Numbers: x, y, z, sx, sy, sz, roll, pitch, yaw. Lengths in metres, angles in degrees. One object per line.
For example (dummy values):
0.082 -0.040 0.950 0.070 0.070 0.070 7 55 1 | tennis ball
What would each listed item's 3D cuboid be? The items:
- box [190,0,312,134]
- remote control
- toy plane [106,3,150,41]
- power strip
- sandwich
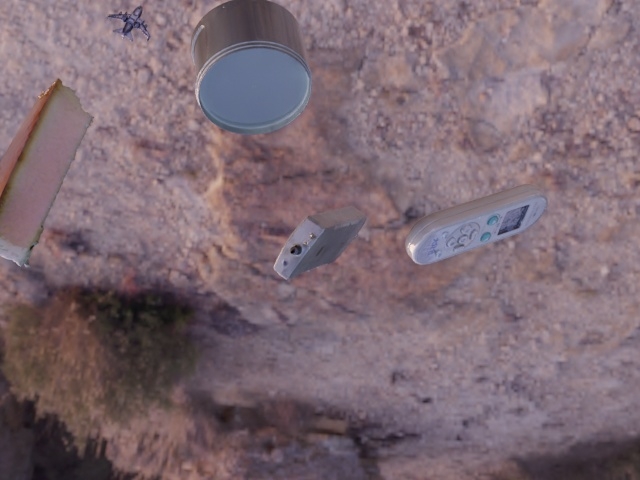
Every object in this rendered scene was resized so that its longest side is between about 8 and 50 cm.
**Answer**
-0.135 -0.336 1.861 0.226 0.149 0.226 -7 141 -6 | box
0.208 -0.024 1.274 0.221 0.042 0.078 -19 143 -25 | remote control
-0.319 -0.372 1.621 0.078 0.083 0.031 27 148 -9 | toy plane
0.000 0.000 1.161 0.029 0.080 0.227 40 -164 11 | power strip
-0.273 -0.074 0.919 0.058 0.163 0.193 29 -177 -24 | sandwich
